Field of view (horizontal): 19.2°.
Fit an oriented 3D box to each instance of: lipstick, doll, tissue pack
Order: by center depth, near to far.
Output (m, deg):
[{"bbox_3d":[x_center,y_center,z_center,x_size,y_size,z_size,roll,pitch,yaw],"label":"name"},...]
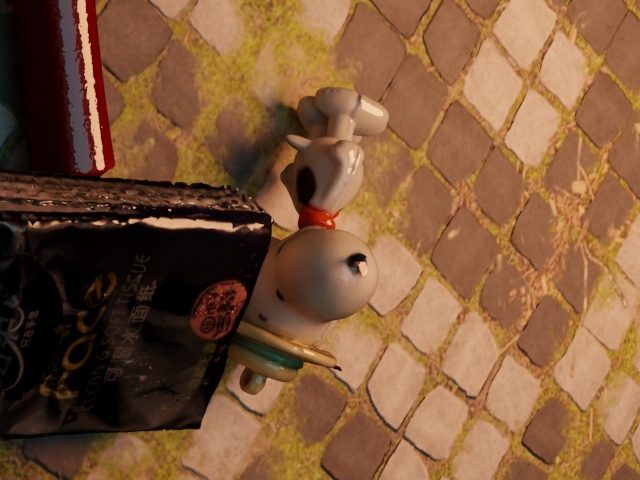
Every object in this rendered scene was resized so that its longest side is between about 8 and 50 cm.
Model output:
[{"bbox_3d":[-0.211,0.064,1.648,0.332,0.123,0.245,3,115,-42],"label":"tissue pack"},{"bbox_3d":[-0.229,-0.173,1.655,0.080,0.080,0.241,-15,107,-38],"label":"lipstick"},{"bbox_3d":[-0.011,0.000,1.838,0.144,0.208,0.271,27,42,-29],"label":"doll"}]
